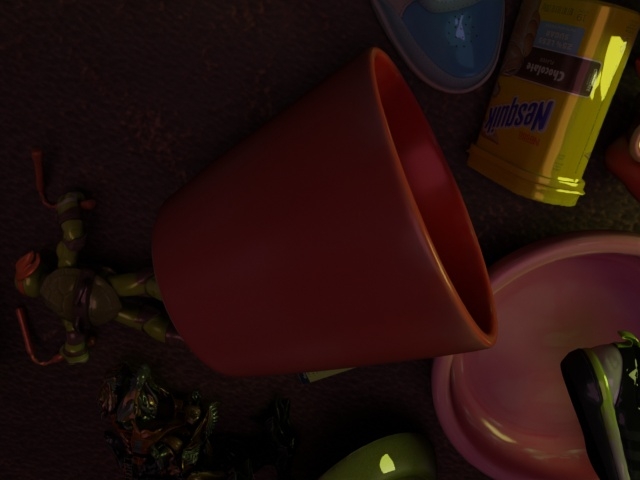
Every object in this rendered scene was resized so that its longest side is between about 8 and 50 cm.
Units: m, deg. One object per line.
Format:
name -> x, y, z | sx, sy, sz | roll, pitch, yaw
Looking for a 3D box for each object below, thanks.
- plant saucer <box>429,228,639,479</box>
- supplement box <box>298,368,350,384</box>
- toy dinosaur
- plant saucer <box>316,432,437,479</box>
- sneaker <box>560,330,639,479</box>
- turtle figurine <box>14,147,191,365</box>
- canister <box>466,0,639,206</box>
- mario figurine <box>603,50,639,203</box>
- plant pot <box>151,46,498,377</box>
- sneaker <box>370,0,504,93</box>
plant saucer -> 0.286, 0.135, 0.718 | 0.332, 0.084, 0.332 | 0, 112, 0
supplement box -> 0.004, 0.106, 0.723 | 0.083, 0.056, 0.083 | -20, 111, 8
toy dinosaur -> -0.144, 0.282, 0.776 | 0.218, 0.164, 0.322 | -14, 131, 22
plant saucer -> 0.054, 0.334, 0.758 | 0.240, 0.037, 0.241 | -19, 129, -25
sneaker -> 0.329, 0.202, 0.654 | 0.097, 0.084, 0.235 | -21, 110, 8
turtle figurine -> -0.238, 0.045, 0.685 | 0.217, 0.087, 0.270 | 10, 112, -3
canister -> 0.211, -0.133, 0.587 | 0.073, 0.126, 0.170 | 6, 111, -22
mario figurine -> 0.366, -0.158, 0.553 | 0.198, 0.170, 0.321 | -4, 111, 0
plant pot -> 0.000, 0.000, 0.586 | 0.243, 0.275, 0.275 | -22, 111, 21
sneaker -> 0.092, -0.257, 0.493 | 0.127, 0.208, 0.319 | -17, 112, 7
